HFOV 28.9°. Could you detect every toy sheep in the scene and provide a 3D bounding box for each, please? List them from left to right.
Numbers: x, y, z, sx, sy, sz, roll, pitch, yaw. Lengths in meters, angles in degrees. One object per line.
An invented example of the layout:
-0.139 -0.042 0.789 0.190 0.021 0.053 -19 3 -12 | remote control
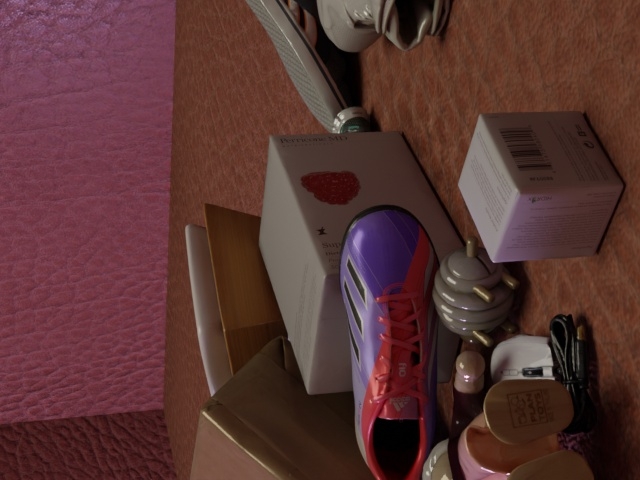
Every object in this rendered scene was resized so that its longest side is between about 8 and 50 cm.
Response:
0.155 0.050 1.245 0.091 0.091 0.132 -113 19 -52 | toy sheep

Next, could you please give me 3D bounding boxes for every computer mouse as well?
0.199 0.126 1.170 0.193 0.042 0.106 156 109 -75 | computer mouse

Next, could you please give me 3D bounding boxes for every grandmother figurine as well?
0.157 0.207 1.162 0.342 0.104 0.208 105 161 -71 | grandmother figurine

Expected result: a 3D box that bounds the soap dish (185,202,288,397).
-0.101 0.125 1.683 0.291 0.118 0.229 84 175 -46 | soap dish

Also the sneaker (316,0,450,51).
0.069 -0.275 1.454 0.292 0.108 0.169 114 152 -58 | sneaker

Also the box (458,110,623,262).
0.185 -0.046 1.063 0.087 0.101 0.101 103 157 -43 | box

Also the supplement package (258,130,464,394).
0.043 0.017 1.480 0.293 0.177 0.175 -113 24 -51 | supplement package

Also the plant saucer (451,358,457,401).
0.165 0.169 1.371 0.083 0.013 0.084 177 90 -76 | plant saucer

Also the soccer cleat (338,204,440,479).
0.078 0.117 1.287 0.116 0.108 0.318 -96 3 -61 | soccer cleat

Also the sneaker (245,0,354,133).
-0.013 -0.313 1.766 0.321 0.127 0.126 60 169 2 | sneaker

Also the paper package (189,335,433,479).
-0.008 0.334 1.518 0.309 0.168 0.325 36 140 23 | paper package

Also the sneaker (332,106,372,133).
0.042 -0.095 1.697 0.076 0.064 0.167 -119 27 -50 | sneaker

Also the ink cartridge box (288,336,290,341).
-0.015 0.150 1.964 0.109 0.063 0.151 160 107 -75 | ink cartridge box
